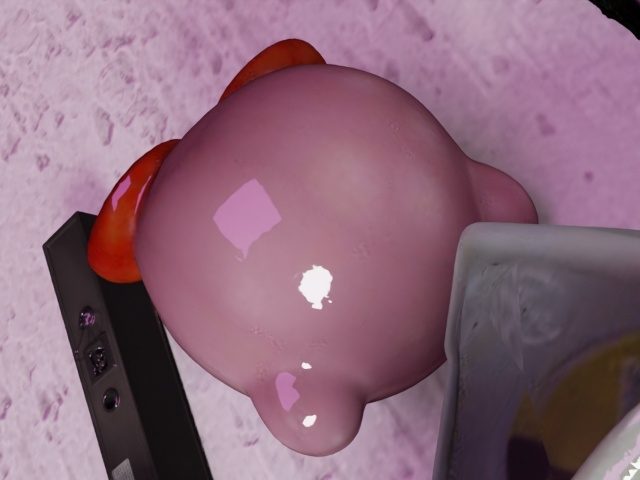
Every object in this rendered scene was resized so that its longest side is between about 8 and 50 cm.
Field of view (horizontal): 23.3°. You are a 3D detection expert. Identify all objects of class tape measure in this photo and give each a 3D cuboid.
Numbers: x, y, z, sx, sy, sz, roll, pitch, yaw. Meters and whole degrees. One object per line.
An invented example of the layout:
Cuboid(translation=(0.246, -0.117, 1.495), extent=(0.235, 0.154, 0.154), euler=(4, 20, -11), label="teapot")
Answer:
Cuboid(translation=(0.160, 0.121, 0.581), extent=(0.259, 0.138, 0.262), euler=(12, 88, 46), label="tape measure")

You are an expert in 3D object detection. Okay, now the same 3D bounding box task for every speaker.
Cuboid(translation=(-0.116, 0.072, 0.917), extent=(0.040, 0.046, 0.191), euler=(-41, 54, 30), label="speaker")

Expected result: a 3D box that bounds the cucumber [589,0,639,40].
Cuboid(translation=(0.131, -0.135, 0.730), extent=(0.181, 0.053, 0.053), euler=(42, 109, 42), label="cucumber")

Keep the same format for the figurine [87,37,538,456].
Cuboid(translation=(0.000, 0.000, 0.746), extent=(0.173, 0.173, 0.173), euler=(-12, 72, 41), label="figurine")

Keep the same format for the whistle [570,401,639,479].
Cuboid(translation=(0.062, 0.154, 0.498), extent=(0.244, 0.110, 0.092), euler=(-61, 7, 22), label="whistle")
